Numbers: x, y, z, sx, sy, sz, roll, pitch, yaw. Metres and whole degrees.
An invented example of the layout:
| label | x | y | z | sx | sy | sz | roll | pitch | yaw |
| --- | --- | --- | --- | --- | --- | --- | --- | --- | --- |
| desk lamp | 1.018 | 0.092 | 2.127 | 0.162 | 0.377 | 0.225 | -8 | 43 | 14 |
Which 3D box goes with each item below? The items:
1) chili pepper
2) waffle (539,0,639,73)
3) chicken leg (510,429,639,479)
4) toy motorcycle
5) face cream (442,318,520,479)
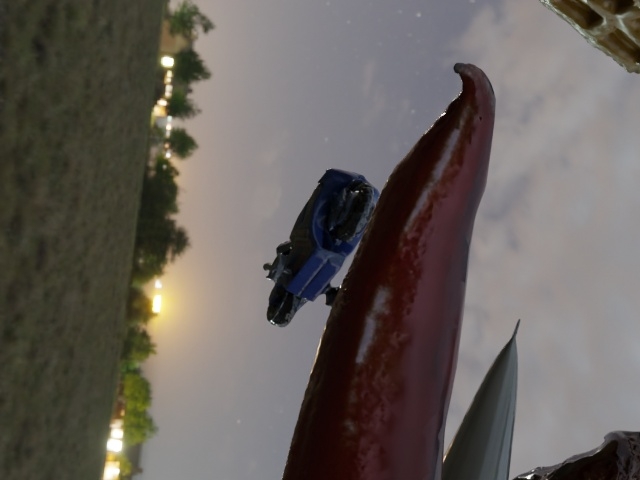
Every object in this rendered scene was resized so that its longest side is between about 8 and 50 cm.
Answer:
| label | x | y | z | sx | sy | sz | roll | pitch | yaw |
| --- | --- | --- | --- | --- | --- | --- | --- | --- | --- |
| chili pepper | 0.027 | 0.104 | 0.367 | 0.137 | 0.091 | 0.369 | 115 | -18 | -75 |
| waffle | 0.307 | -0.260 | 0.696 | 0.055 | 0.221 | 0.248 | -58 | -170 | -5 |
| chicken leg | 0.331 | 0.275 | 0.855 | 0.096 | 0.407 | 0.158 | 55 | 14 | 6 |
| toy motorcycle | 0.000 | 0.000 | 0.709 | 0.205 | 0.076 | 0.114 | -53 | -162 | 42 |
| face cream | 0.140 | 0.235 | 0.675 | 0.143 | 0.089 | 0.314 | 78 | 34 | -57 |
